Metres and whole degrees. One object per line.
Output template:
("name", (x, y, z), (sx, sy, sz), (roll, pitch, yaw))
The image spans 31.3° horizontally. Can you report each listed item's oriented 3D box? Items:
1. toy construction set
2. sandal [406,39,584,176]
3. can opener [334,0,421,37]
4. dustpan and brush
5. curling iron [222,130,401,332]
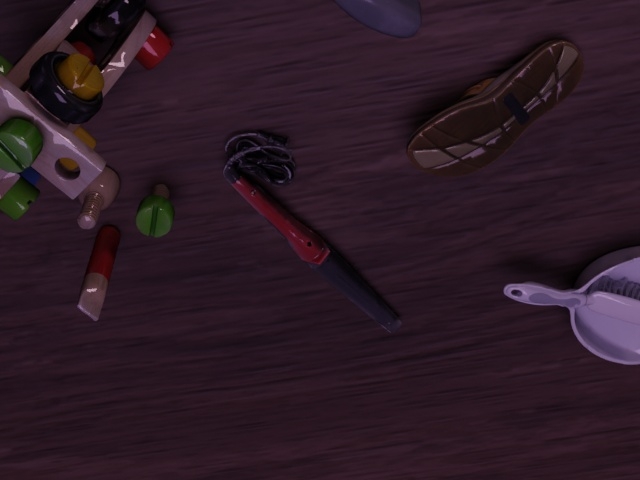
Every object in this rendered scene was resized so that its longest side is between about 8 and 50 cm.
("toy construction set", (-0.238, -0.063, 0.961), (0.258, 0.237, 0.308), (-17, 121, 9))
("sandal", (0.158, -0.122, 1.047), (0.180, 0.049, 0.072), (-37, 122, 4))
("can opener", (-0.028, -0.261, 0.926), (0.280, 0.093, 0.074), (23, 131, -17))
("dustpan and brush", (0.279, 0.059, 1.148), (0.211, 0.060, 0.147), (14, 121, -9))
("curling iron", (0.000, 0.000, 1.123), (0.068, 0.035, 0.274), (-30, 117, 17))
